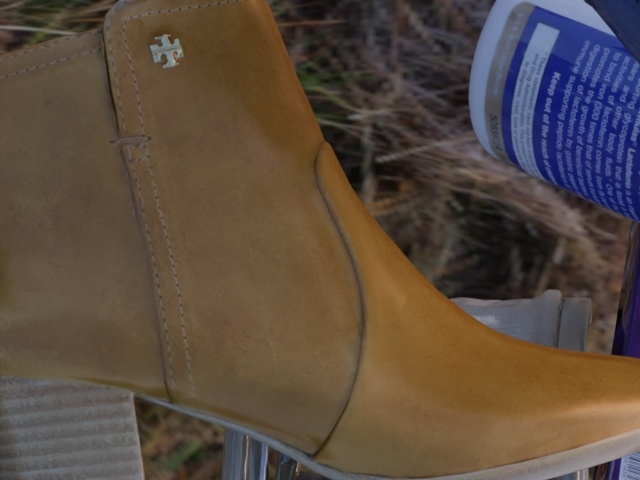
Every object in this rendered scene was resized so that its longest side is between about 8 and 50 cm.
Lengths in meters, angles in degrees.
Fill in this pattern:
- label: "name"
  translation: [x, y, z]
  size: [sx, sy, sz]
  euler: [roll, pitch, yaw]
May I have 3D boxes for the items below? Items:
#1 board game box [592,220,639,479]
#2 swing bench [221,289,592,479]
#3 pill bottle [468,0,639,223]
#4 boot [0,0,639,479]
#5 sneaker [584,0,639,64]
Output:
- label: "board game box"
  translation: [0.295, 0.055, 1.248]
  size: [0.208, 0.056, 0.347]
  euler: [16, 54, 0]
- label: "swing bench"
  translation: [0.060, 0.162, 1.360]
  size: [0.253, 0.165, 0.254]
  euler: [0, 94, 11]
- label: "pill bottle"
  translation: [0.233, -0.073, 1.145]
  size: [0.153, 0.265, 0.153]
  euler: [-35, 139, -37]
- label: "boot"
  translation: [-0.001, 0.000, 0.760]
  size: [0.295, 0.104, 0.211]
  euler: [-8, 87, -12]
- label: "sneaker"
  translation: [0.048, -0.175, 0.658]
  size: [0.148, 0.131, 0.350]
  euler: [-42, 108, -32]
